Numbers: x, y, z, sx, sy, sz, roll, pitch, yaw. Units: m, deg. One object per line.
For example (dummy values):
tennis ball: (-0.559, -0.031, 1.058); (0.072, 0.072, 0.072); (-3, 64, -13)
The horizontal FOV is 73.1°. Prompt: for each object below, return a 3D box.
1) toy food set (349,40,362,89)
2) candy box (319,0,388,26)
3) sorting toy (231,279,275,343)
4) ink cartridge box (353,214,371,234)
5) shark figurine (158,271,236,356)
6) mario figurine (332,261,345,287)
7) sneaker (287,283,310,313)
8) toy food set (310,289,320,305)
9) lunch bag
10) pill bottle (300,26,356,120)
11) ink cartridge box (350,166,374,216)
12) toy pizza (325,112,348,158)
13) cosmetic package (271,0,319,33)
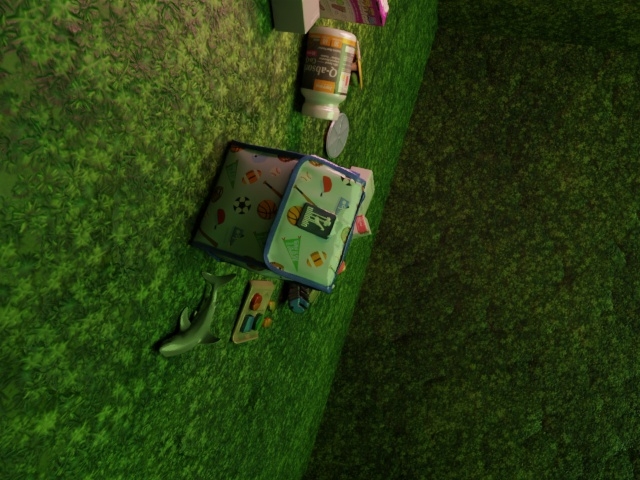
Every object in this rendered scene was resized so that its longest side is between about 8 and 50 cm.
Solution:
toy food set: (0.138, -0.744, 1.864); (0.218, 0.071, 0.128); (70, 15, -66)
candy box: (0.089, -0.767, 1.368); (0.159, 0.233, 0.071); (18, 88, -74)
sorting toy: (-0.228, 0.268, 1.646); (0.307, 0.041, 0.229); (22, 84, -73)
ink cartridge box: (0.134, -0.053, 2.191); (0.158, 0.217, 0.092); (23, 51, -75)
shark figurine: (-0.317, 0.228, 1.203); (0.166, 0.116, 0.278); (85, 28, -53)
mario figurine: (0.071, 0.140, 2.188); (0.320, 0.170, 0.198); (100, -28, -80)
sneaker: (-0.093, 0.139, 1.895); (0.139, 0.125, 0.341); (-137, -122, -78)
toy food set: (-0.039, 0.267, 2.282); (0.132, 0.038, 0.192); (-60, 165, -21)
lunch bag: (-0.099, -0.062, 1.155); (0.239, 0.385, 0.328); (48, 61, -71)
pill bottle: (0.020, -0.560, 1.465); (0.162, 0.162, 0.279); (-35, 138, -65)
ink cartridge box: (0.188, -0.216, 2.387); (0.226, 0.131, 0.306); (71, 37, -62)
toy pizza: (0.068, -0.466, 1.919); (0.201, 0.032, 0.201); (-49, 150, -41)
cosmetic package: (-0.071, -0.695, 1.150); (0.238, 0.107, 0.127); (80, 27, -50)
